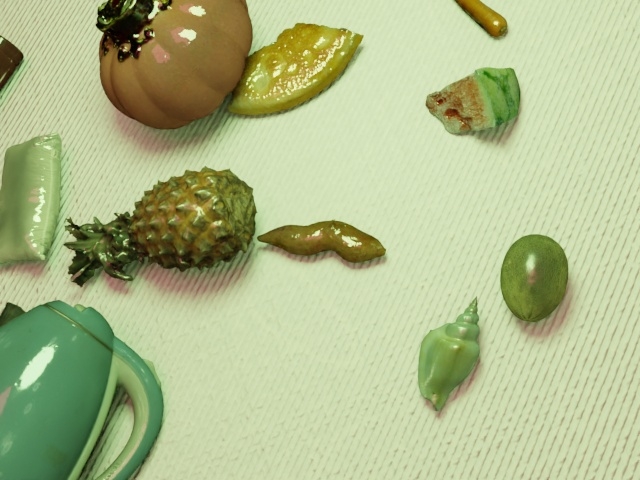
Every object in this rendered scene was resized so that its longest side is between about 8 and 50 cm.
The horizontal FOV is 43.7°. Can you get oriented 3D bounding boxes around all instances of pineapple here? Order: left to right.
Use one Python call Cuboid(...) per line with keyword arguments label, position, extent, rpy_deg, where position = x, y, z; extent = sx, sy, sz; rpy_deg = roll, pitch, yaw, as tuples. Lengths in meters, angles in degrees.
Cuboid(label="pineapple", position=(-0.280, -0.019, 1.336), extent=(0.361, 0.175, 0.175), rpy_deg=(-9, 67, 28))

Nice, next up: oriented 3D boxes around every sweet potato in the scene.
Cuboid(label="sweet potato", position=(0.001, -0.003, 1.301), extent=(0.218, 0.051, 0.065), rpy_deg=(7, 74, 17))

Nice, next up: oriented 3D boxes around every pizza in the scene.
Cuboid(label="pizza", position=(-0.052, -0.307, 1.426), extent=(0.271, 0.056, 0.134), rpy_deg=(-38, 68, 3))

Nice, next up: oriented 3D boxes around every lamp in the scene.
Cuboid(label="lamp", position=(-0.266, -0.348, 1.382), extent=(0.305, 0.239, 0.305), rpy_deg=(-19, 55, 31))

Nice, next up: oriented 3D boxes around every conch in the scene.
Cuboid(label="conch", position=(0.189, 0.161, 1.182), extent=(0.088, 0.065, 0.180), rpy_deg=(24, 87, 20))

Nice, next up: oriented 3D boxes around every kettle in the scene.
Cuboid(label="kettle", position=(-0.420, 0.270, 1.237), extent=(0.319, 0.247, 0.342), rpy_deg=(36, 72, -8))

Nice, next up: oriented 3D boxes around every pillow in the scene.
Cuboid(label="pillow", position=(-0.540, -0.071, 1.456), extent=(0.144, 0.078, 0.254), rpy_deg=(-10, 67, 22))

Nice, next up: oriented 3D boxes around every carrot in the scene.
Cuboid(label="carrot", position=(0.258, -0.421, 1.398), extent=(0.037, 0.037, 0.190), rpy_deg=(-38, 64, -1))

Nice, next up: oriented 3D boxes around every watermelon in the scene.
Cuboid(label="watermelon", position=(0.244, -0.221, 1.292), extent=(0.158, 0.121, 0.098), rpy_deg=(-10, 90, 15))

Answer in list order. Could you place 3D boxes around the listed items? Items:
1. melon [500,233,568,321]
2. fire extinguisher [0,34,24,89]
Cuboid(label="melon", position=(0.314, 0.054, 1.173), extent=(0.098, 0.098, 0.131), rpy_deg=(3, 77, 16))
Cuboid(label="fire extinguisher", position=(-0.723, -0.258, 1.547), extent=(0.105, 0.141, 0.341), rpy_deg=(16, 71, 53))
